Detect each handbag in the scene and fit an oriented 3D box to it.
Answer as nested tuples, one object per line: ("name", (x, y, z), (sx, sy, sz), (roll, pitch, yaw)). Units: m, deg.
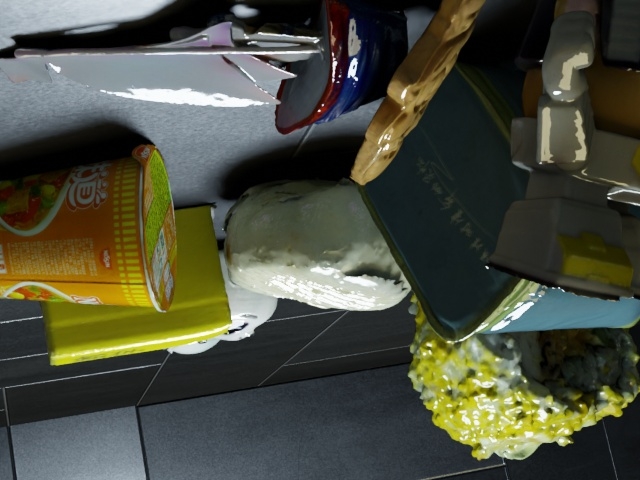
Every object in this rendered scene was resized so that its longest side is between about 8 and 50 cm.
("handbag", (0.205, -0.043, 1.129), (0.241, 0.263, 0.222), (0, 141, -38))

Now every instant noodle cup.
("instant noodle cup", (-0.248, -0.006, 1.169), (0.185, 0.168, 0.168), (-4, 167, 3))

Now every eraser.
("eraser", (-0.224, 0.053, 1.391), (0.226, 0.158, 0.069), (-8, 169, -12))

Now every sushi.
("sushi", (0.326, 0.164, 1.880), (0.397, 0.351, 0.240), (-1, 163, -44))

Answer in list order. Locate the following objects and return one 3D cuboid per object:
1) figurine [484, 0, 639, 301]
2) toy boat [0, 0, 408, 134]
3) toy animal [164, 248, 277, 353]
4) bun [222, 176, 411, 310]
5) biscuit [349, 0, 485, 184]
("figurine", (0.212, -0.099, 0.878), (0.143, 0.308, 0.308), (8, 170, 10))
("toy boat", (-0.081, -0.129, 0.954), (0.318, 0.072, 0.219), (-10, 164, 11))
("toy animal", (-0.150, 0.084, 1.627), (0.179, 0.138, 0.166), (-11, -176, 21))
("bun", (0.000, 0.000, 1.362), (0.239, 0.141, 0.239), (10, 165, 3))
("biscuit", (0.079, -0.128, 0.930), (0.162, 0.035, 0.250), (-48, 172, -43))
